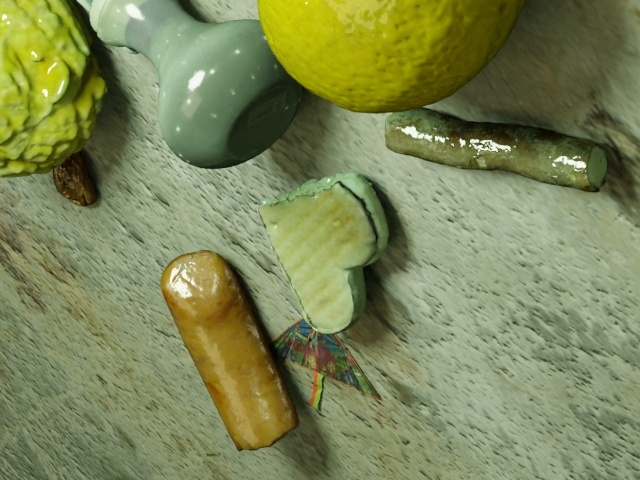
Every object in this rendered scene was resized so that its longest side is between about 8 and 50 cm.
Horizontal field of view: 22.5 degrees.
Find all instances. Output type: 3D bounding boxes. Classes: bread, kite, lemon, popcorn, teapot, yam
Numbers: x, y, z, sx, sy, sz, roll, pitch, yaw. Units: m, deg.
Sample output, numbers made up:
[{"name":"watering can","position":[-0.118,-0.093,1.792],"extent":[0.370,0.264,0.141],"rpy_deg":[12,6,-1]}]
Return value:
[{"name":"bread","position":[0.000,0.000,1.894],"extent":[0.172,0.064,0.232],"rpy_deg":[31,132,21]},{"name":"kite","position":[-0.005,0.153,2.044],"extent":[0.190,0.010,0.159],"rpy_deg":[18,129,32]},{"name":"lemon","position":[0.067,-0.245,1.536],"extent":[0.267,0.267,0.267],"rpy_deg":[22,130,28]},{"name":"popcorn","position":[-0.383,-0.213,1.986],"extent":[0.237,0.206,0.251],"rpy_deg":[84,162,-48]},{"name":"teapot","position":[-0.145,-0.205,1.808],"extent":[0.251,0.183,0.183],"rpy_deg":[43,138,24]},{"name":"yam","position":[0.182,-0.097,1.676],"extent":[0.253,0.061,0.061],"rpy_deg":[14,126,35]}]

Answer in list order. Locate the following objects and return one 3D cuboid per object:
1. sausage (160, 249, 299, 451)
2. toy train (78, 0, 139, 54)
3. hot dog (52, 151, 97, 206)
[{"name":"sausage","position":[-0.116,0.137,2.055],"extent":[0.109,0.109,0.270],"rpy_deg":[-16,101,45]},{"name":"toy train","position":[-0.283,-0.322,1.923],"extent":[0.051,0.052,0.234],"rpy_deg":[-18,106,49]},{"name":"hot dog","position":[-0.325,-0.081,2.135],"extent":[0.058,0.035,0.083],"rpy_deg":[10,124,40]}]
